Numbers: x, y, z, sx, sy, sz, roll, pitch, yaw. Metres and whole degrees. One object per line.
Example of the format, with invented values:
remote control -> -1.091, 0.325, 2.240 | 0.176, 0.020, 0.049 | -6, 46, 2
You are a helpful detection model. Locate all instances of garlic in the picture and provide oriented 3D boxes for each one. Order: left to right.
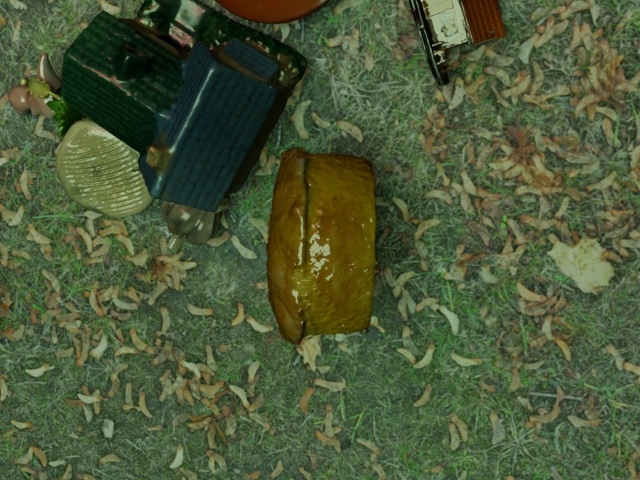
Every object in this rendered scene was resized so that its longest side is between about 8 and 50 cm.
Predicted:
garlic -> -0.294, -0.040, 2.018 | 0.131, 0.127, 0.194 | 47, 128, -3

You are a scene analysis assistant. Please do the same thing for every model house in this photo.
model house -> -0.285, -0.295, 1.836 | 0.382, 0.342, 0.335 | 32, 109, 6
model house -> 0.249, -0.452, 1.738 | 0.153, 0.207, 0.294 | -17, 98, 14

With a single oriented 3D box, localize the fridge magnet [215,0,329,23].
fridge magnet -> -0.093, -0.609, 1.814 | 0.363, 0.155, 0.364 | 3, 103, 14

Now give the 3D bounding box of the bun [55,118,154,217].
bun -> -0.464, -0.161, 2.029 | 0.209, 0.116, 0.237 | -23, 110, 15

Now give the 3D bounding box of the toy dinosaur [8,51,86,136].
toy dinosaur -> -0.594, -0.330, 2.031 | 0.177, 0.152, 0.194 | 30, 148, 7

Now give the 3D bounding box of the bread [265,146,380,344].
bread -> 0.000, 0.000, 1.818 | 0.215, 0.398, 0.399 | 2, 103, 0
